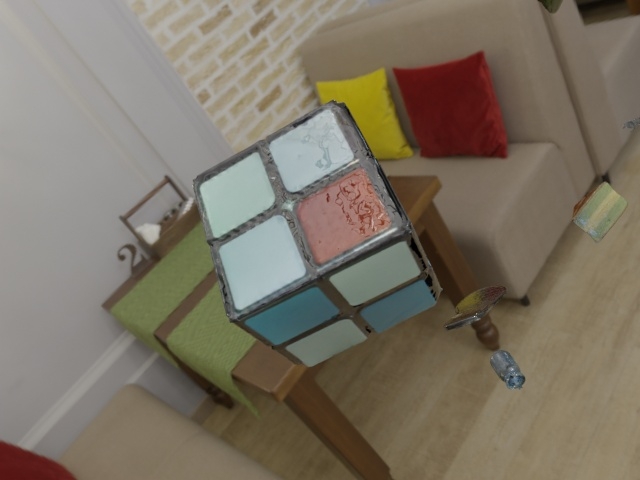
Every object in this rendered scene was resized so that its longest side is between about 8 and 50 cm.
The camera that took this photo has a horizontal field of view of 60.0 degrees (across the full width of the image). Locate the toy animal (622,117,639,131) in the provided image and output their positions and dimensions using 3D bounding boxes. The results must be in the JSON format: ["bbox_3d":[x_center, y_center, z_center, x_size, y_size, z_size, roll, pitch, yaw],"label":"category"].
[{"bbox_3d":[0.828,-0.305,1.471,0.084,0.028,0.050,-23,-12,-31],"label":"toy animal"}]

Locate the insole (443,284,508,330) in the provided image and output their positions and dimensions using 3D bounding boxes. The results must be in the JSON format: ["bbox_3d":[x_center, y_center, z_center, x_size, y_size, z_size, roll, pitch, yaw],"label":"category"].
[{"bbox_3d":[0.281,0.117,1.010,0.110,0.012,0.309,-24,-5,26],"label":"insole"}]

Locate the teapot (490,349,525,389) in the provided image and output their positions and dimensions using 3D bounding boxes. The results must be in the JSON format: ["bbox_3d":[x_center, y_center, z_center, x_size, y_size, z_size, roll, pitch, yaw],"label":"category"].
[{"bbox_3d":[0.400,0.282,1.189,0.049,0.064,0.083,-11,33,-5],"label":"teapot"}]

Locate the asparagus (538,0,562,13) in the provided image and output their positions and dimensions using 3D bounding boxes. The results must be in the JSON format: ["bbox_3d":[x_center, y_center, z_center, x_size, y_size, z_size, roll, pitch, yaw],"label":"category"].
[{"bbox_3d":[0.265,-0.348,0.579,0.080,0.287,0.080,-1,73,2],"label":"asparagus"}]

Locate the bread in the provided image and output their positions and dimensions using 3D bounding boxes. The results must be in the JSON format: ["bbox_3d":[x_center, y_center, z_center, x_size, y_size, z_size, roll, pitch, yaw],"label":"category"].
[{"bbox_3d":[0.572,-0.059,1.130,0.084,0.074,0.139,-47,-10,29],"label":"bread"}]

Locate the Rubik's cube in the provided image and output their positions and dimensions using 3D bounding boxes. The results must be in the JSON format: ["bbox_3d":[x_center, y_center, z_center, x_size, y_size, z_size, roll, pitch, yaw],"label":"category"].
[{"bbox_3d":[0.000,0.000,0.568,0.183,0.167,0.180,-27,56,10],"label":"Rubik's cube"}]
